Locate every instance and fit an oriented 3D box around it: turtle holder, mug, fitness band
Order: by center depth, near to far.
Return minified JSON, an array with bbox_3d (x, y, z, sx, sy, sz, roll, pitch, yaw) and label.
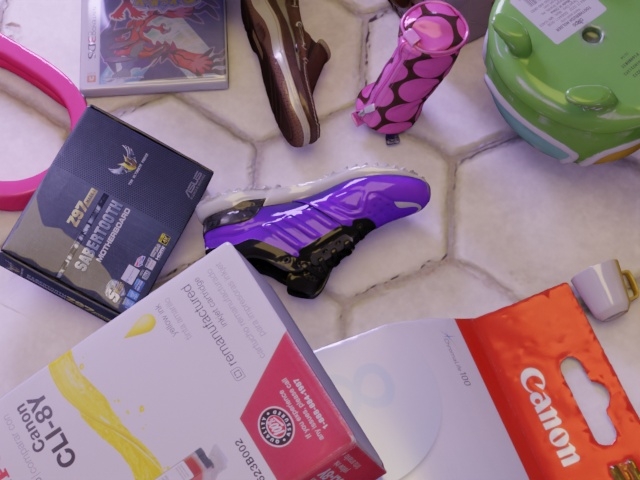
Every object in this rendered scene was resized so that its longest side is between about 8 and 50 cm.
[{"bbox_3d":[0.355,0.062,1.699,0.078,0.062,0.064,-22,73,-2],"label":"mug"},{"bbox_3d":[0.357,-0.201,1.736,0.320,0.227,0.243,19,64,9],"label":"turtle holder"},{"bbox_3d":[-0.433,-0.160,1.827,0.291,0.054,0.209,33,69,17],"label":"fitness band"}]

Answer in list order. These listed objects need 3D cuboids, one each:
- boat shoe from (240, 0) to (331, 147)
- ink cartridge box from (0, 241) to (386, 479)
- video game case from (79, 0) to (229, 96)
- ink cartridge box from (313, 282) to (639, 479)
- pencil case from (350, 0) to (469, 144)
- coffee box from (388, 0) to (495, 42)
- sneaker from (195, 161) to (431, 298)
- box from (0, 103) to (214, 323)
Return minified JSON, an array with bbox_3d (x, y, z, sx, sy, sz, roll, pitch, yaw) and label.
[{"bbox_3d":[-0.030,-0.242,1.840,0.095,0.095,0.257,-13,63,-12],"label":"boat shoe"},{"bbox_3d":[-0.169,0.233,1.515,0.385,0.160,0.279,-35,66,1],"label":"ink cartridge box"},{"bbox_3d":[-0.228,-0.284,1.901,0.201,0.023,0.183,-4,64,-1],"label":"video game case"},{"bbox_3d":[0.182,0.224,1.603,0.385,0.091,0.308,-20,65,-7],"label":"ink cartridge box"},{"bbox_3d":[0.110,-0.214,1.757,0.098,0.209,0.095,-13,67,-23],"label":"pencil case"},{"bbox_3d":[0.126,-0.419,1.882,0.119,0.168,0.297,-26,65,-12],"label":"coffee box"},{"bbox_3d":[0.000,0.000,1.721,0.293,0.102,0.146,-11,68,1],"label":"sneaker"},{"bbox_3d":[-0.265,-0.029,1.728,0.183,0.059,0.232,29,66,-4],"label":"box"}]
